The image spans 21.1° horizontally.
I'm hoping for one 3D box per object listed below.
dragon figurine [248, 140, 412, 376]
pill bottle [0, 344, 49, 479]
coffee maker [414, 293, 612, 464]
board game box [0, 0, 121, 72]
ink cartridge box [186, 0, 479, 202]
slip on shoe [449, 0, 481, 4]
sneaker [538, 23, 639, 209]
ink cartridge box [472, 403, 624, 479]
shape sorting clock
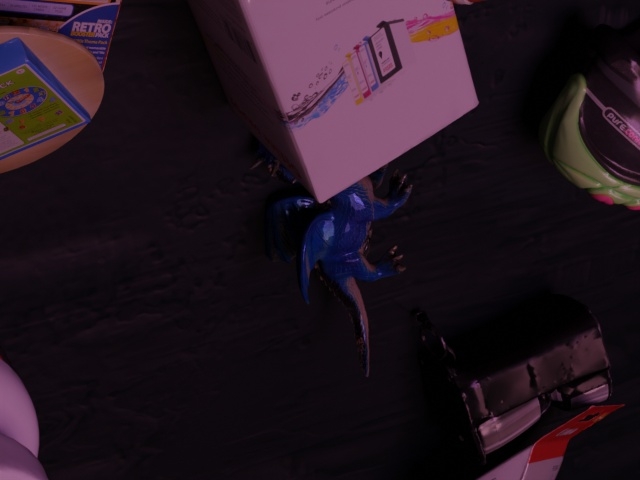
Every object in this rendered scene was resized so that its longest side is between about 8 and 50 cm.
[{"bbox_3d":[0.000,0.000,1.598,0.144,0.085,0.289,-12,128,-27],"label":"dragon figurine"},{"bbox_3d":[-0.331,0.120,1.265,0.210,0.363,0.210,-19,132,-22],"label":"pill bottle"},{"bbox_3d":[0.208,0.128,1.815,0.178,0.120,0.171,-26,133,-17],"label":"coffee maker"},{"bbox_3d":[-0.214,-0.223,1.307,0.146,0.045,0.193,1,123,-35],"label":"board game box"},{"bbox_3d":[-0.002,-0.189,1.389,0.168,0.171,0.233,-31,135,-11],"label":"ink cartridge box"},{"bbox_3d":[0.176,-0.307,1.367,0.123,0.101,0.331,72,31,-43],"label":"slip on shoe"},{"bbox_3d":[0.448,-0.159,1.713,0.482,0.185,0.202,-13,133,-28],"label":"sneaker"},{"bbox_3d":[0.235,0.258,1.892,0.224,0.056,0.181,-32,166,15],"label":"ink cartridge box"},{"bbox_3d":[-0.268,-0.104,1.326,0.206,0.040,0.206,-17,159,-7],"label":"shape sorting clock"}]
